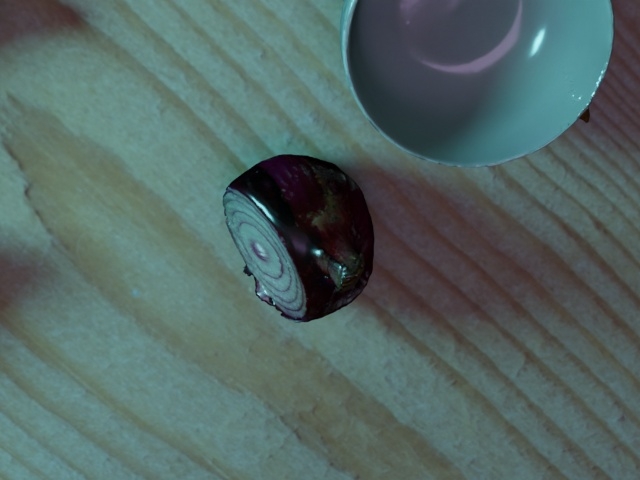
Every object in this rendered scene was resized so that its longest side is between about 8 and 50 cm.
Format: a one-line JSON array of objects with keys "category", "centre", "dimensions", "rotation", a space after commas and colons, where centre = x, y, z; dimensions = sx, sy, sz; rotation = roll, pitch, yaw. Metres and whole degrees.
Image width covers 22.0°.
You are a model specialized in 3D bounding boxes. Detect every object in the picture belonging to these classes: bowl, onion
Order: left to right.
[{"category": "onion", "centre": [0.000, 0.000, 1.819], "dimensions": [0.140, 0.218, 0.195], "rotation": [-24, 113, -25]}, {"category": "bowl", "centre": [0.157, -0.233, 1.758], "dimensions": [0.287, 0.144, 0.287], "rotation": [-3, 116, -5]}]

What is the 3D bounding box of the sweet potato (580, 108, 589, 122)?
[{"category": "sweet potato", "centre": [0.279, -0.167, 1.870], "dimensions": [0.034, 0.034, 0.095], "rotation": [-39, 125, 12]}]
